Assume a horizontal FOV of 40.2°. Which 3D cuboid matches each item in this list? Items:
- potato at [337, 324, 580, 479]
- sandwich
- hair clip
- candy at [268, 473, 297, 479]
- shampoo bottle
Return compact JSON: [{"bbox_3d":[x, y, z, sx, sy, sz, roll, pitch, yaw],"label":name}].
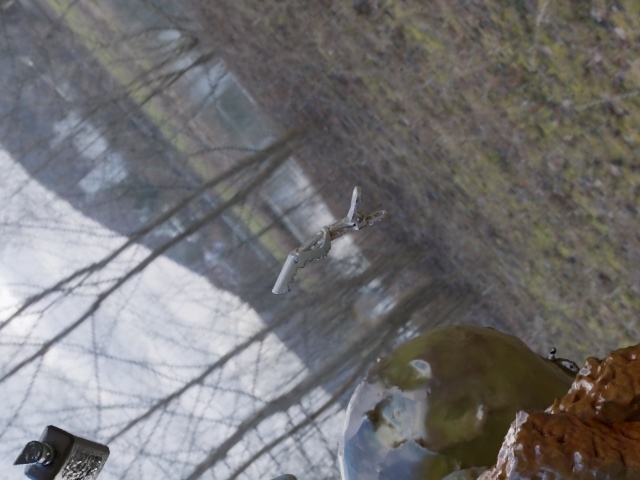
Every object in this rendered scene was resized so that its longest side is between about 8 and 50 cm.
[{"bbox_3d":[0.127,0.224,0.866,0.237,0.288,0.301,1,-179,-31],"label":"potato"},{"bbox_3d":[0.187,0.192,0.579,0.212,0.292,0.109,31,-163,-10],"label":"sandwich"},{"bbox_3d":[0.000,0.000,1.401,0.072,0.226,0.034,52,-175,-19],"label":"hair clip"},{"bbox_3d":[-0.076,0.439,1.263,0.071,0.138,0.174,36,-147,-51],"label":"candy"},{"bbox_3d":[-0.460,0.392,1.567,0.071,0.098,0.309,26,165,10],"label":"shampoo bottle"}]
